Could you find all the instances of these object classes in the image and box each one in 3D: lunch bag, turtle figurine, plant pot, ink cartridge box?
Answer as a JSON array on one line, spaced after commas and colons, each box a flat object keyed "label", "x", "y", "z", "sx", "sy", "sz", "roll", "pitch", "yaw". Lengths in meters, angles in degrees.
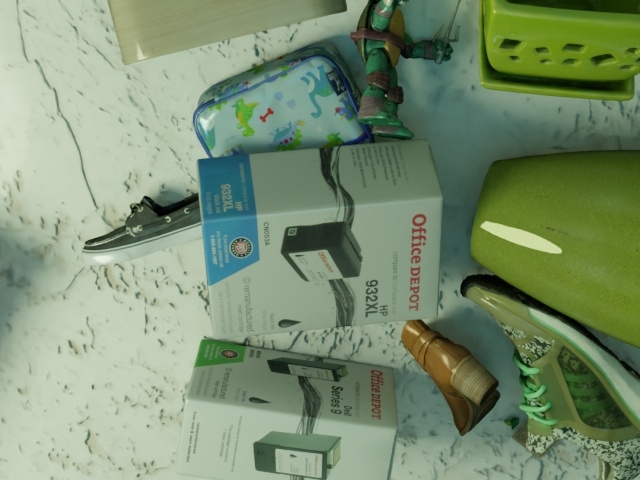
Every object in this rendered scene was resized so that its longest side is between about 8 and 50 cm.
[{"label": "lunch bag", "x": -0.044, "y": -0.150, "z": 1.849, "sx": 0.219, "sy": 0.090, "sz": 0.176, "roll": -21, "pitch": 113, "yaw": 11}, {"label": "turtle figurine", "x": 0.099, "y": -0.256, "z": 1.789, "sx": 0.118, "sy": 0.175, "sz": 0.234, "roll": 4, "pitch": 82, "yaw": 36}, {"label": "plant pot", "x": 0.300, "y": -0.299, "z": 1.692, "sx": 0.227, "sy": 0.228, "sz": 0.207, "roll": 4, "pitch": 153, "yaw": -1}, {"label": "ink cartridge box", "x": -0.041, "y": 0.248, "z": 1.931, "sx": 0.289, "sy": 0.211, "sz": 0.121, "roll": 8, "pitch": 109, "yaw": -2}, {"label": "plant pot", "x": 0.354, "y": -0.009, "z": 1.814, "sx": 0.293, "sy": 0.275, "sz": 0.275, "roll": 14, "pitch": 111, "yaw": 13}, {"label": "ink cartridge box", "x": 0.000, "y": 0.000, "z": 1.825, "sx": 0.307, "sy": 0.129, "sz": 0.223, "roll": -6, "pitch": 132, "yaw": -4}]

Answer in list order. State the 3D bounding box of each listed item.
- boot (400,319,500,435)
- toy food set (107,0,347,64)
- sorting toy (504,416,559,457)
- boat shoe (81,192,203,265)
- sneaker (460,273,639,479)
[{"label": "boot", "x": 0.178, "y": 0.188, "z": 1.968, "sx": 0.152, "sy": 0.197, "sz": 0.073, "roll": 40, "pitch": 67, "yaw": 19}, {"label": "toy food set", "x": -0.139, "y": -0.366, "z": 1.784, "sx": 0.306, "sy": 0.092, "sz": 0.219, "roll": -13, "pitch": 98, "yaw": 6}, {"label": "sorting toy", "x": 0.310, "y": 0.276, "z": 2.032, "sx": 0.083, "sy": 0.012, "sz": 0.062, "roll": 38, "pitch": 112, "yaw": -15}, {"label": "boat shoe", "x": -0.225, "y": -0.028, "z": 1.908, "sx": 0.228, "sy": 0.080, "sz": 0.076, "roll": -15, "pitch": 103, "yaw": 6}, {"label": "sneaker", "x": 0.330, "y": 0.210, "z": 1.917, "sx": 0.410, "sy": 0.158, "sz": 0.182, "roll": 40, "pitch": 95, "yaw": -11}]
